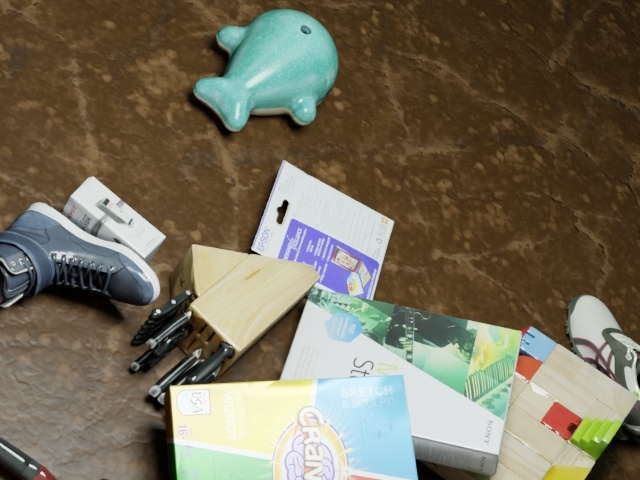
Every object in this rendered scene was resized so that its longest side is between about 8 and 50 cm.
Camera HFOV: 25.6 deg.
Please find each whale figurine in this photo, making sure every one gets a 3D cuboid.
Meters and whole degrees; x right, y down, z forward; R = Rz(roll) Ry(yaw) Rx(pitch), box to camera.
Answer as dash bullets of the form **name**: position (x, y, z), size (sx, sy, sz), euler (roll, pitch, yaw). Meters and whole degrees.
- **whale figurine**: position (-0.081, -0.279, 2.276), size (0.216, 0.141, 0.272), euler (47, 46, 7)

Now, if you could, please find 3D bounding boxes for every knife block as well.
- **knife block**: position (-0.127, 0.134, 1.963), size (0.276, 0.088, 0.242), euler (10, 52, -26)

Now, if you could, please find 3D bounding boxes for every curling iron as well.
- **curling iron**: position (-0.347, 0.282, 1.744), size (0.274, 0.035, 0.068), euler (30, 41, -10)

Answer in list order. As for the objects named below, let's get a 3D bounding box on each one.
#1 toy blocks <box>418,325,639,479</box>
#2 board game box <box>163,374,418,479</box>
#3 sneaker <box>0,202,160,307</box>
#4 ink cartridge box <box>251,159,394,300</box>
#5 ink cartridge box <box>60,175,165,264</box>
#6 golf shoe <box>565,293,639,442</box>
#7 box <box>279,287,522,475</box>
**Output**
- **toy blocks**: position (0.280, 0.272, 2.072), size (0.261, 0.190, 0.381), euler (35, 52, 14)
- **board game box**: position (-0.035, 0.301, 1.817), size (0.317, 0.064, 0.242), euler (-2, 69, -15)
- **sneaker**: position (-0.341, 0.051, 1.871), size (0.226, 0.086, 0.163), euler (27, 34, 11)
- **ink cartridge box**: position (0.000, 0.000, 2.177), size (0.208, 0.045, 0.206), euler (29, 46, -11)
- **ink cartridge box**: position (-0.297, -0.008, 1.956), size (0.135, 0.099, 0.056), euler (39, 46, 1)
- **golf shoe**: position (0.492, 0.191, 2.293), size (0.105, 0.120, 0.272), euler (0, 55, -30)
- **box**: position (0.112, 0.195, 2.002), size (0.322, 0.058, 0.232), euler (12, 46, 7)
